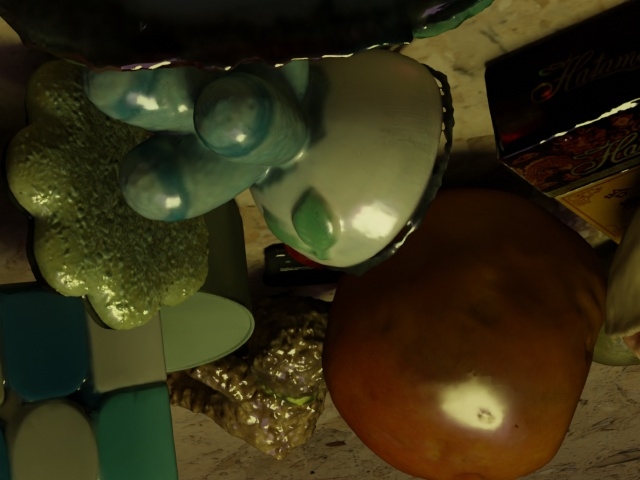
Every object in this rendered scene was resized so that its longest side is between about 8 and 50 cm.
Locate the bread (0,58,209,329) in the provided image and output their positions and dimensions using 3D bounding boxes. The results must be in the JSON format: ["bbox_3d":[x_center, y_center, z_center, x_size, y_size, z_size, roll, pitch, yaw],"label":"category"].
[{"bbox_3d":[-0.208,-0.026,1.664,0.056,0.207,0.286,-13,126,36],"label":"bread"}]

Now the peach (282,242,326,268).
[{"bbox_3d":[0.001,0.000,2.016,0.098,0.061,0.098,-7,161,-2],"label":"peach"}]

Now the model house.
[{"bbox_3d":[-0.061,-0.270,1.280,0.360,0.297,0.339,-8,-175,0],"label":"model house"}]

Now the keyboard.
[{"bbox_3d":[0.060,0.024,2.128,0.262,0.016,0.106,-4,154,-6],"label":"keyboard"}]

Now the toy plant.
[{"bbox_3d":[-0.070,-0.119,1.614,0.332,0.247,0.247,21,143,-32],"label":"toy plant"}]

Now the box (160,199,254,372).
[{"bbox_3d":[-0.193,0.040,1.948,0.226,0.149,0.226,-6,153,-3],"label":"box"}]

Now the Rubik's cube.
[{"bbox_3d":[-0.375,0.223,1.717,0.344,0.346,0.347,-10,178,37],"label":"Rubik's cube"}]

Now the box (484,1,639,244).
[{"bbox_3d":[0.383,-0.108,1.837,0.264,0.115,0.415,-21,151,27],"label":"box"}]

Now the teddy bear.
[{"bbox_3d":[-0.079,0.143,2.194,0.246,0.296,0.222,2,110,-31],"label":"teddy bear"}]

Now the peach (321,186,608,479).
[{"bbox_3d":[0.158,0.103,1.963,0.302,0.342,0.343,18,154,7],"label":"peach"}]

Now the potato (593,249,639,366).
[{"bbox_3d":[0.408,0.078,2.178,0.251,0.159,0.174,-28,122,14],"label":"potato"}]

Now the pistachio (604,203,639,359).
[{"bbox_3d":[0.403,0.036,1.735,0.230,0.229,0.309,2,151,-18],"label":"pistachio"}]
